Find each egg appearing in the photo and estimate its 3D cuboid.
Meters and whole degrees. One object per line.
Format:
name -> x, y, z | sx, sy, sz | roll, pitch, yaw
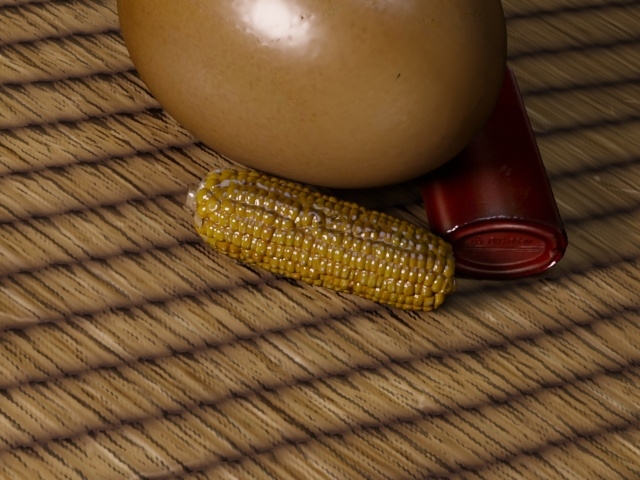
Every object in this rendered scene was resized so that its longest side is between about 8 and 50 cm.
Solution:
egg -> -0.006, -0.167, 1.274 | 0.250, 0.250, 0.322 | -26, 45, -35

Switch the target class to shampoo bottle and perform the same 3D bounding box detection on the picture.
shampoo bottle -> 0.119, -0.082, 1.360 | 0.102, 0.064, 0.260 | 2, 43, -10

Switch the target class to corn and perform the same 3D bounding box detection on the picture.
corn -> 0.000, 0.000, 1.239 | 0.207, 0.068, 0.068 | 19, 42, 3
